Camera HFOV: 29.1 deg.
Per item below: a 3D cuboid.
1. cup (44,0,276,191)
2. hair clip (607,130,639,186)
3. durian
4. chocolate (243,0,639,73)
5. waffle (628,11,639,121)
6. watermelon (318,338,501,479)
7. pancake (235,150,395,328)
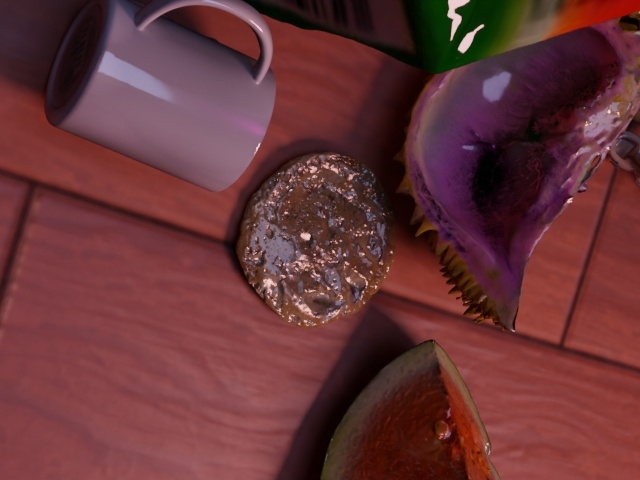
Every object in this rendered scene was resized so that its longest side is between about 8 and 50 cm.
[{"bbox_3d":[-0.100,-0.116,0.839,0.133,0.099,0.136,22,105,-28],"label":"cup"},{"bbox_3d":[0.332,-0.020,1.126,0.034,0.072,0.226,-48,124,-8],"label":"hair clip"},{"bbox_3d":[0.149,-0.076,0.975,0.260,0.154,0.186,-43,92,-15],"label":"durian"},{"bbox_3d":[0.101,-0.246,0.804,0.341,0.360,0.161,-20,118,-25],"label":"chocolate"},{"bbox_3d":[0.377,-0.188,1.123,0.261,0.056,0.250,3,94,-34],"label":"waffle"},{"bbox_3d":[0.078,0.173,0.987,0.193,0.137,0.145,-1,61,-29],"label":"watermelon"},{"bbox_3d":[0.000,0.000,0.958,0.140,0.022,0.139,-3,97,-29],"label":"pancake"}]
